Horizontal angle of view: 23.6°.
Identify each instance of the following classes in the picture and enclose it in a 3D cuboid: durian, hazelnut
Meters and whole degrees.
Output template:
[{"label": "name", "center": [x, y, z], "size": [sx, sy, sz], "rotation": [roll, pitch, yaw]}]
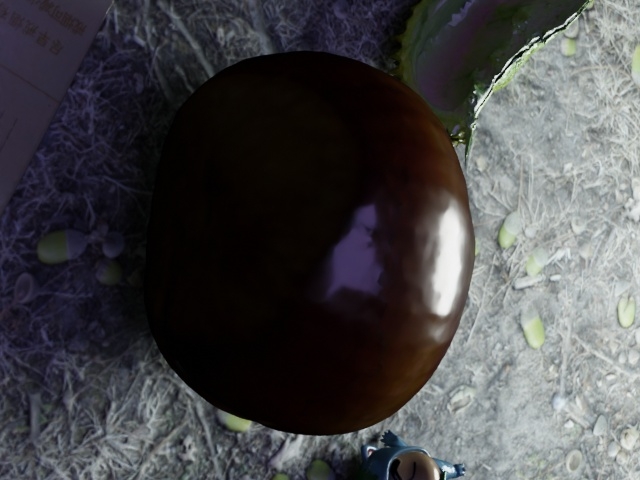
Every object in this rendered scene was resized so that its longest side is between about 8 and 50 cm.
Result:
[{"label": "durian", "center": [0.220, -0.266, 1.969], "size": [0.352, 0.169, 0.158], "rotation": [-45, 122, -16]}, {"label": "hazelnut", "center": [0.000, 0.000, 1.710], "size": [0.402, 0.402, 0.429], "rotation": [14, 75, -37]}]

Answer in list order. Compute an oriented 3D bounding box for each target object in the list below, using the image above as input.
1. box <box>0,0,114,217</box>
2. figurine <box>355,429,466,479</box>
[{"label": "box", "center": [-0.383, -0.151, 1.613], "size": [0.205, 0.051, 0.365], "rotation": [33, 76, -34]}, {"label": "figurine", "center": [0.135, 0.322, 2.013], "size": [0.178, 0.144, 0.114], "rotation": [11, 93, -49]}]
